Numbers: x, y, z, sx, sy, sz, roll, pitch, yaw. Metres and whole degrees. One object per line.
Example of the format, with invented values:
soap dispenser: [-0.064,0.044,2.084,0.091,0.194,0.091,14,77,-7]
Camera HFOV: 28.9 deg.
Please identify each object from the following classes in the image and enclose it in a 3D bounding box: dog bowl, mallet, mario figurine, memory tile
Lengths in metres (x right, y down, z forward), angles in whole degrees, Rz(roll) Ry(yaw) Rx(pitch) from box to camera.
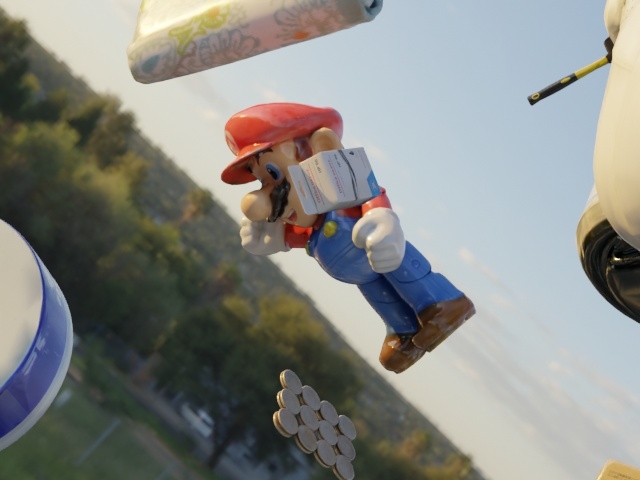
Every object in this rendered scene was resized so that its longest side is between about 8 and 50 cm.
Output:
dog bowl: [-0.401,0.099,1.297,0.265,0.265,0.104,42,-17,24]
mallet: [0.429,-0.285,2.065,0.039,0.189,0.062,30,42,-64]
mario figurine: [0.000,0.000,1.283,0.320,0.198,0.170,51,25,6]
memory tile: [-0.006,0.244,1.627,0.148,0.012,0.113,43,28,-25]

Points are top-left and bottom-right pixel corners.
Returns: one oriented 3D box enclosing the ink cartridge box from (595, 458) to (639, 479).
ink cartridge box: [0.412,0.391,1.480,0.234,0.193,0.088,15,-28,43]

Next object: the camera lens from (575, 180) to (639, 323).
camera lens: [0.379,-0.055,1.177,0.219,0.274,0.219,20,-30,13]

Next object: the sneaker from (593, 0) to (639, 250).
sneaker: [0.133,-0.103,0.476,0.169,0.292,0.108,-2,-43,47]

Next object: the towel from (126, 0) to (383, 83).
towel: [-0.063,-0.368,1.539,0.090,0.320,0.375,48,38,-41]

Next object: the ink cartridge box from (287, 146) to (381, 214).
ink cartridge box: [0.013,-0.052,1.083,0.083,0.028,0.048,-14,80,-53]
